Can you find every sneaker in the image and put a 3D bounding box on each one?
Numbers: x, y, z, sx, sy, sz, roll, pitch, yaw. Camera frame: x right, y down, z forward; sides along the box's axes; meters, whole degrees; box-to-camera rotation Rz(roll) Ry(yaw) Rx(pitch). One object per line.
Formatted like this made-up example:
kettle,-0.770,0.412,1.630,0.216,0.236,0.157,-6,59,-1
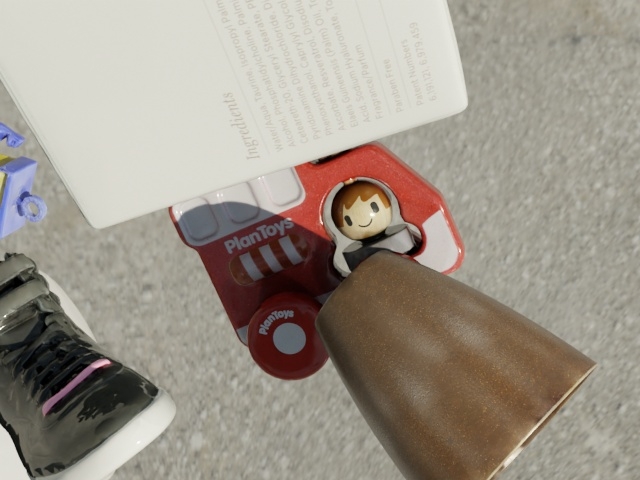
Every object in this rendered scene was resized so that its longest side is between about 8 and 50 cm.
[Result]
sneaker,-0.202,0.086,0.804,0.104,0.296,0.147,-36,105,-21

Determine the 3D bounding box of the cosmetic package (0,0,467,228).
cosmetic package,-0.107,-0.276,1.094,0.394,0.327,0.329,-18,45,4

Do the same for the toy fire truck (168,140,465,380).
toy fire truck,0.000,0.000,1.333,0.302,0.169,0.254,-23,101,12

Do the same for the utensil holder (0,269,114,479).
utensil holder,-0.501,0.238,1.477,0.385,0.327,0.327,-23,66,9

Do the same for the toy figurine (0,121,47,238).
toy figurine,-0.492,-0.044,1.567,0.217,0.362,0.191,20,24,4

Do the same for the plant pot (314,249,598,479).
plant pot,0.112,0.124,1.117,0.230,0.215,0.215,42,66,16
